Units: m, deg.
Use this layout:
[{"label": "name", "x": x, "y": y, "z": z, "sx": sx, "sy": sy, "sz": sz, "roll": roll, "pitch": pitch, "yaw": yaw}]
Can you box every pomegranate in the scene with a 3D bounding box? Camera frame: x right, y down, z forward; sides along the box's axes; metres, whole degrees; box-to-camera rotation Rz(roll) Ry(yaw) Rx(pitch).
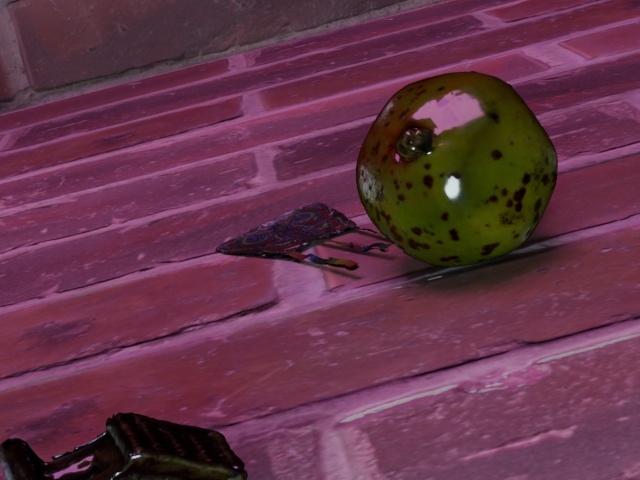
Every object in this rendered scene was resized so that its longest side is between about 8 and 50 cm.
[{"label": "pomegranate", "x": 0.147, "y": -0.079, "z": 1.293, "sx": 0.198, "sy": 0.198, "sz": 0.246, "roll": -1, "pitch": 21, "yaw": 36}]

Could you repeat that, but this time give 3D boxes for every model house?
[{"label": "model house", "x": -0.137, "y": 0.161, "z": 0.909, "sx": 0.152, "sy": 0.106, "sz": 0.165, "roll": -21, "pitch": 23, "yaw": -15}]

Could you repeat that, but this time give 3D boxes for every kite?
[{"label": "kite", "x": 0.000, "y": 0.000, "z": 1.465, "sx": 0.152, "sy": 0.015, "sz": 0.285, "roll": -26, "pitch": 18, "yaw": -25}]
